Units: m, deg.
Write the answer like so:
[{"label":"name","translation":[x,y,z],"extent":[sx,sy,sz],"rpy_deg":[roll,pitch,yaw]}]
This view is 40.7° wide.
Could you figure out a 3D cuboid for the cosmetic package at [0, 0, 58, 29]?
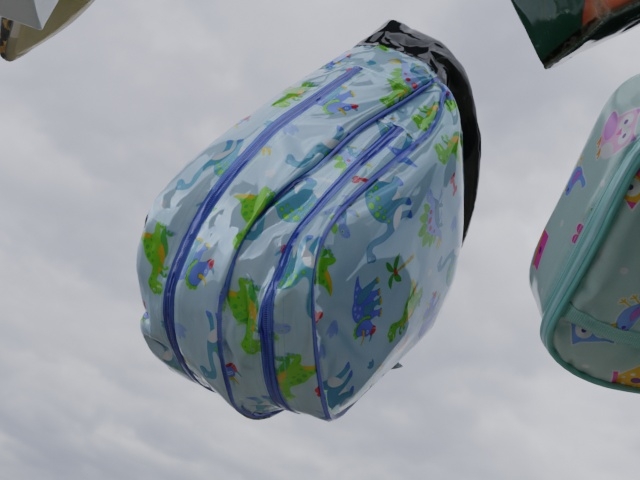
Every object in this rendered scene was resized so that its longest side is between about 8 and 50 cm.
[{"label":"cosmetic package","translation":[-0.213,-0.259,0.565],"extent":[0.085,0.117,0.231],"rpy_deg":[19,-22,2]}]

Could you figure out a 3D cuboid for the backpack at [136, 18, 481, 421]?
[{"label":"backpack","translation":[0.000,0.000,0.785],"extent":[0.273,0.355,0.290],"rpy_deg":[37,-41,40]}]

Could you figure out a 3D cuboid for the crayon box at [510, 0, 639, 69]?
[{"label":"crayon box","translation":[0.143,-0.278,0.451],"extent":[0.319,0.202,0.081],"rpy_deg":[64,-11,3]}]

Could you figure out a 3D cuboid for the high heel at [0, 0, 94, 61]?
[{"label":"high heel","translation":[-0.298,-0.324,0.883],"extent":[0.186,0.261,0.093],"rpy_deg":[33,5,24]}]

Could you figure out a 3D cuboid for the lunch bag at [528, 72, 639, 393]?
[{"label":"lunch bag","translation":[0.300,0.022,0.596],"extent":[0.279,0.108,0.224],"rpy_deg":[16,-60,-5]}]
